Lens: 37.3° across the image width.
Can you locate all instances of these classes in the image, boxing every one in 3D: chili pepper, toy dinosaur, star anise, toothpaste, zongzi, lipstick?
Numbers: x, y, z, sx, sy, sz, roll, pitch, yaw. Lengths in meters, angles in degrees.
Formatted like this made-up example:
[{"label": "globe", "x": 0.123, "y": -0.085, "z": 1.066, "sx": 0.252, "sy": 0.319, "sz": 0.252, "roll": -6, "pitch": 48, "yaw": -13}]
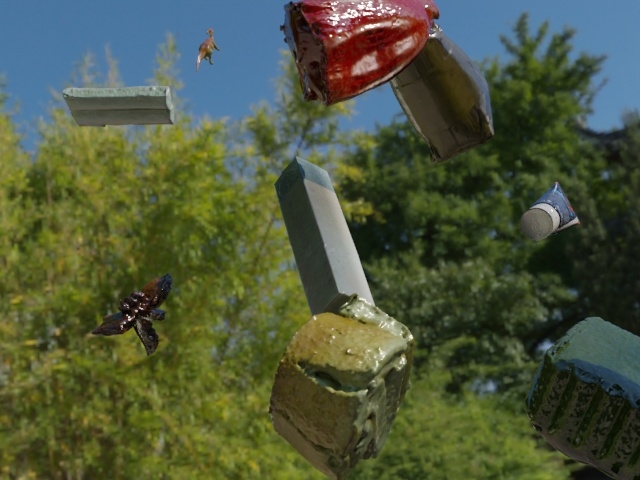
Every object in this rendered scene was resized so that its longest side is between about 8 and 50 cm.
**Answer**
[{"label": "chili pepper", "x": 0.072, "y": -0.280, "z": 1.340, "sx": 0.252, "sy": 0.144, "sz": 0.136, "roll": -18, "pitch": -26, "yaw": -27}, {"label": "toy dinosaur", "x": -0.203, "y": -0.329, "z": 1.680, "sx": 0.026, "sy": 0.113, "sz": 0.041, "roll": 2, "pitch": -32, "yaw": 18}, {"label": "star anise", "x": -0.294, "y": 0.138, "z": 1.647, "sx": 0.144, "sy": 0.158, "sz": 0.140, "roll": 22, "pitch": 3, "yaw": 40}, {"label": "toothpaste", "x": 0.328, "y": -0.037, "z": 1.329, "sx": 0.045, "sy": 0.071, "sz": 0.193, "roll": -30, "pitch": -2, "yaw": 28}, {"label": "zongzi", "x": 0.214, "y": -0.323, "z": 1.737, "sx": 0.145, "sy": 0.300, "sz": 0.274, "roll": -22, "pitch": -65, "yaw": 26}, {"label": "lipstick", "x": 0.000, "y": 0.000, "z": 1.370, "sx": 0.068, "sy": 0.317, "sz": 0.066, "roll": 25, "pitch": -61, "yaw": -30}]

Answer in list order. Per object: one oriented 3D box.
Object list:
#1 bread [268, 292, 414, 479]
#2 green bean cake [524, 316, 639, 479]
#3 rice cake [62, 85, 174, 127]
[{"label": "bread", "x": 0.034, "y": 0.194, "z": 1.175, "sx": 0.186, "sy": 0.124, "sz": 0.257, "roll": -45, "pitch": -27, "yaw": -29}, {"label": "green bean cake", "x": 0.603, "y": 0.330, "z": 1.918, "sx": 0.335, "sy": 0.319, "sz": 0.218, "roll": -13, "pitch": -52, "yaw": -50}, {"label": "rice cake", "x": -0.384, "y": -0.257, "z": 1.820, "sx": 0.226, "sy": 0.040, "sz": 0.085, "roll": 1, "pitch": -40, "yaw": 16}]
